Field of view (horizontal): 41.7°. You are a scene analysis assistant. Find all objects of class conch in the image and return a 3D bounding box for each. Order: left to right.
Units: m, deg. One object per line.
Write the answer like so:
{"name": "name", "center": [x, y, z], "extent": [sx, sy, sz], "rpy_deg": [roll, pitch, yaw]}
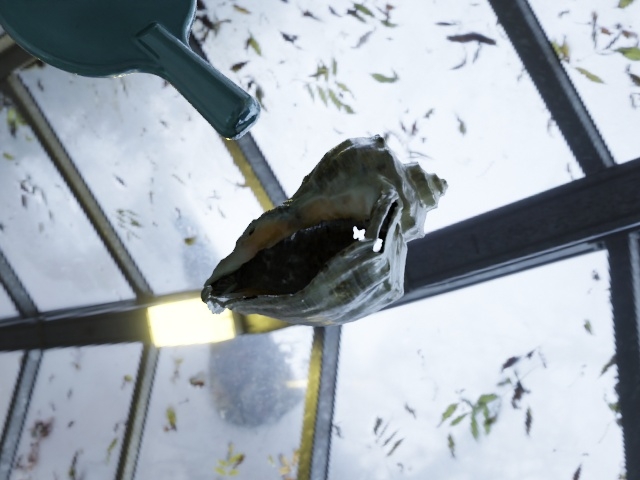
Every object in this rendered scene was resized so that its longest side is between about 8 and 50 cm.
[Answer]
{"name": "conch", "center": [0.000, 0.000, 0.617], "extent": [0.207, 0.155, 0.130], "rpy_deg": [-21, -93, 2]}

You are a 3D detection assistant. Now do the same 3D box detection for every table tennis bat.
{"name": "table tennis bat", "center": [-0.143, -0.166, 0.648], "extent": [0.244, 0.153, 0.040], "rpy_deg": [41, -28, 6]}
